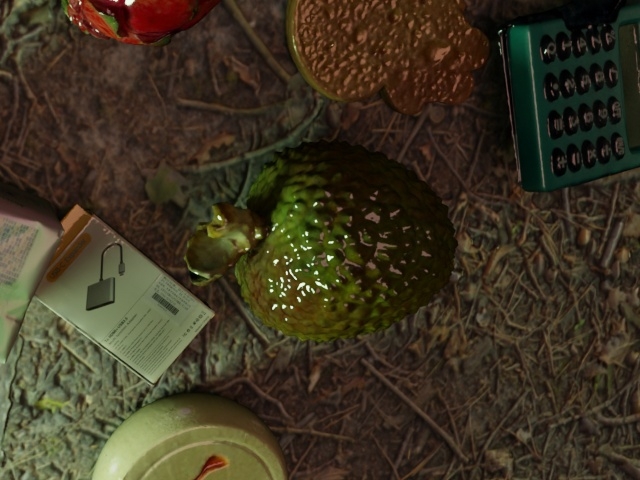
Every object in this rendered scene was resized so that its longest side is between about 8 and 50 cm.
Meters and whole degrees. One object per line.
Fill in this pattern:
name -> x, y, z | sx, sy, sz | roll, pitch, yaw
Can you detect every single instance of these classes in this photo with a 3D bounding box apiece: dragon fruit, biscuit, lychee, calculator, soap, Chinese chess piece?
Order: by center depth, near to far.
dragon fruit -> -0.184, -0.328, 1.608 | 0.274, 0.193, 0.192 | -41, 165, 18
soap -> -0.422, 0.014, 1.649 | 0.199, 0.138, 0.182 | 22, 99, -18
lychee -> 0.011, 0.002, 1.782 | 0.320, 0.270, 0.270 | 24, 98, -4
biscuit -> 0.086, -0.264, 1.843 | 0.288, 0.044, 0.202 | 13, 103, -29
Chinese chess piece -> -0.172, 0.332, 1.907 | 0.273, 0.102, 0.273 | -8, 111, -22
calculator -> 0.358, -0.202, 1.918 | 0.274, 0.058, 0.248 | -15, 103, -36

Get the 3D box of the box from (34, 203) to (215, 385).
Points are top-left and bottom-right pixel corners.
box -> -0.260, 0.067, 1.813 | 0.129, 0.033, 0.247 | -48, 119, -1
